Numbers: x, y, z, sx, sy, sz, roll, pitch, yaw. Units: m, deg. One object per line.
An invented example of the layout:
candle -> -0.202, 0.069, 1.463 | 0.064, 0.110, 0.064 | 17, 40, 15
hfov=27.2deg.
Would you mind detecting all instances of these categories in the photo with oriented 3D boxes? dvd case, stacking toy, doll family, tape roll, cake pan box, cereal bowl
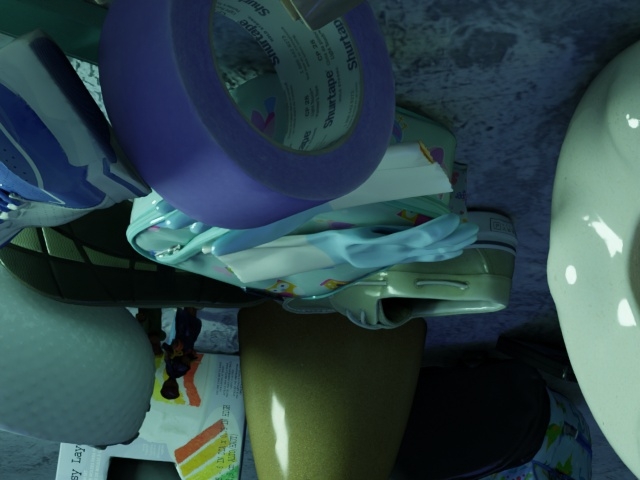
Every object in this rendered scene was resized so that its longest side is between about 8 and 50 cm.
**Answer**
dvd case -> 0.363, 0.162, 1.613 | 0.253, 0.022, 0.180 | 12, -177, -19
stacking toy -> 0.447, 0.005, 0.995 | 0.480, 0.350, 0.350 | -6, 162, -16
doll family -> -0.184, 0.121, 1.579 | 0.076, 0.111, 0.193 | -7, 157, 26
tape roll -> -0.045, -0.107, 0.863 | 0.189, 0.189, 0.080 | 21, 153, -36
cake pan box -> -0.225, 0.278, 1.780 | 0.246, 0.266, 0.070 | 6, 161, 1
cereal bowl -> -0.322, 0.078, 1.369 | 0.339, 0.141, 0.339 | 21, -174, -2

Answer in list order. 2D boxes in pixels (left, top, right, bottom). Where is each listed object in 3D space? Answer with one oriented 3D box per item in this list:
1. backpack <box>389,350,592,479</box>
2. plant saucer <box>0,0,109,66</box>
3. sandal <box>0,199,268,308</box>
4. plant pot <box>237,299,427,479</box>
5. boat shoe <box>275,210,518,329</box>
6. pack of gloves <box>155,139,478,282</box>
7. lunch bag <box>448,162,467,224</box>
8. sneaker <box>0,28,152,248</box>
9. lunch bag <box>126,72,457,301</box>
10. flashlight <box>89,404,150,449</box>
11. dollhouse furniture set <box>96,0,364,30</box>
backpack -> 0.236, 0.299, 1.828 | 0.290, 0.273, 0.355 | -14, 167, 24
plant saucer -> -0.198, -0.161, 0.987 | 0.192, 0.018, 0.067 | 16, 156, -30
sandal -> -0.184, 0.016, 1.316 | 0.303, 0.120, 0.086 | 12, 171, -21
plant pot -> 0.005, 0.219, 1.606 | 0.237, 0.254, 0.237 | 4, 160, 2
boat shoe -> 0.062, 0.042, 1.356 | 0.302, 0.094, 0.109 | -14, 152, 38
pack of gloves -> 0.000, 0.000, 1.037 | 0.232, 0.046, 0.195 | -8, 153, 22
lunch bag -> 0.095, -0.027, 1.205 | 0.053, 0.071, 0.083 | 11, 158, -20
sneaker -> -0.227, -0.039, 0.920 | 0.182, 0.127, 0.315 | -34, -173, -6
lunch bag -> -0.036, -0.037, 1.150 | 0.224, 0.108, 0.279 | 15, 155, -29
flashlight -> -0.331, 0.183, 1.656 | 0.103, 0.103, 0.304 | 27, 168, -39
dollhouse furniture set -> -0.005, -0.291, 0.595 | 0.355, 0.174, 0.303 | -31, 136, 8
